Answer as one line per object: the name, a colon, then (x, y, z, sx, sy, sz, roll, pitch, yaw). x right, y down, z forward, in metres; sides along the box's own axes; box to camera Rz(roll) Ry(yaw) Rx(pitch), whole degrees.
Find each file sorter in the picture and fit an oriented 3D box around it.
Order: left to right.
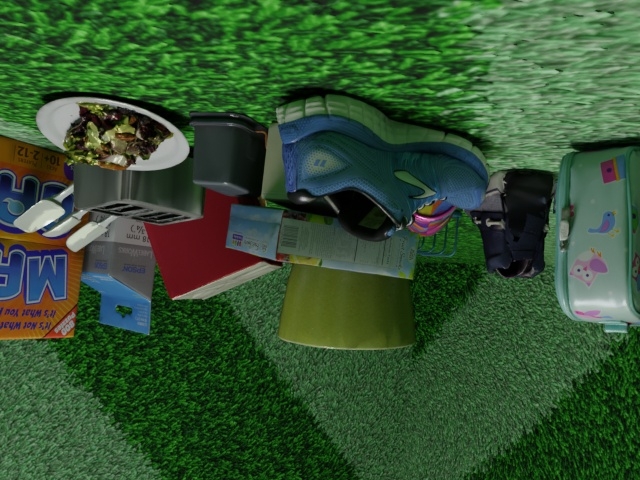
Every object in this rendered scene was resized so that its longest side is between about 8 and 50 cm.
file sorter: (0.215, -0.025, 1.500, 0.170, 0.104, 0.118, 10, 173, -43)

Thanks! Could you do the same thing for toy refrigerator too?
toy refrigerator: (0.009, -0.087, 0.971, 0.094, 0.102, 0.269, 5, 176, 20)

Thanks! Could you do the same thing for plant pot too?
plant pot: (0.056, 0.048, 1.333, 0.275, 0.293, 0.275, 2, -179, 0)

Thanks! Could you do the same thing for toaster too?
toaster: (-0.286, -0.095, 1.099, 0.186, 0.110, 0.168, -7, 168, 39)

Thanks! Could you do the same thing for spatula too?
spatula: (-0.410, -0.069, 1.217, 0.242, 0.019, 0.168, -33, 147, 9)

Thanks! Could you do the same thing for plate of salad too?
plate of salad: (-0.278, -0.130, 0.899, 0.200, 0.048, 0.200, 5, 160, 2)

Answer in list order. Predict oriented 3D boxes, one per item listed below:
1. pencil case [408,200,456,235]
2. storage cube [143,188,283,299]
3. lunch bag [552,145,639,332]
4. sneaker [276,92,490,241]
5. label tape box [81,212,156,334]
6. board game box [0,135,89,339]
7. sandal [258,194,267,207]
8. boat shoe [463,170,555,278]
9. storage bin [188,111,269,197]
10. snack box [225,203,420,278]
pencil case: (0.173, -0.067, 1.077, 0.105, 0.104, 0.236, 5, 178, 7)
storage cube: (-0.203, -0.008, 1.282, 0.215, 0.193, 0.184, -22, 172, 6)
lunch bag: (0.391, 0.006, 0.861, 0.108, 0.224, 0.279, 1, 175, 43)
sneaker: (0.080, -0.068, 0.819, 0.330, 0.147, 0.130, 8, 175, -37)
label tape box: (-0.441, 0.017, 1.408, 0.106, 0.333, 0.241, 9, 174, -42)
board game box: (-0.702, -0.011, 1.256, 0.356, 0.356, 0.356, 3, 175, 26)
sandal: (-0.148, -0.080, 1.426, 0.240, 0.079, 0.088, 2, 174, 44)
boat shoe: (0.307, -0.014, 1.149, 0.127, 0.158, 0.340, 6, 176, 6)
storage bin: (-0.113, -0.110, 0.901, 0.098, 0.091, 0.135, 4, 176, 18)
snack box: (0.000, 0.000, 0.909, 0.207, 0.070, 0.174, 7, -178, -28)
